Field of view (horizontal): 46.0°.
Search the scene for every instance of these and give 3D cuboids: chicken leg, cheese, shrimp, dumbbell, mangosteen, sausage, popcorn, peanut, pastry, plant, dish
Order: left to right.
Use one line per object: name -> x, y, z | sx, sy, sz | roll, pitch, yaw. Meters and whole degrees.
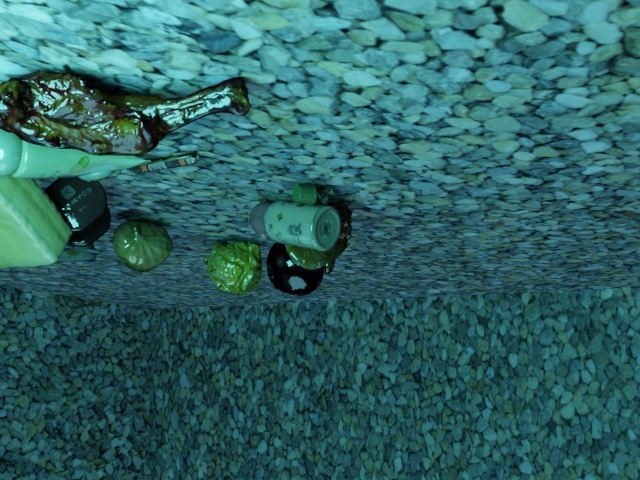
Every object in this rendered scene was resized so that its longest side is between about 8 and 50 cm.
cheese -> -0.680, -0.069, 1.535 | 0.242, 0.124, 0.265 | -4, 138, 21
dish -> -0.764, 0.006, 2.268 | 0.236, 0.086, 0.228 | -10, 165, 43
dumbbell -> -0.559, -0.068, 1.740 | 0.124, 0.140, 0.225 | 46, 162, -1
chicken leg -> -0.308, -0.205, 1.177 | 0.407, 0.096, 0.158 | 0, 149, 0
peanut -> -0.505, 0.021, 2.164 | 0.159, 0.143, 0.291 | 13, 170, -5
sausage -> -0.323, -0.159, 1.548 | 0.198, 0.025, 0.028 | -6, 139, 30
popcorn -> -0.276, 0.087, 2.407 | 0.185, 0.167, 0.187 | 7, 171, -19
mangosteen -> -0.052, 0.065, 2.288 | 0.230, 0.194, 0.194 | -26, 175, -14
plant -> -0.010, -0.104, 1.714 | 0.102, 0.051, 0.051 | 1, 170, -27
pastry -> 0.000, -0.039, 1.905 | 0.097, 0.115, 0.208 | -6, 172, -32
shrimp -> 0.001, 0.000, 2.062 | 0.267, 0.145, 0.061 | -21, 160, -43

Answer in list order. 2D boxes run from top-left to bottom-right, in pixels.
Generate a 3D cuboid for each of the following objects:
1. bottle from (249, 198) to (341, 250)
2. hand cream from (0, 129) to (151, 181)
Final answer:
bottle -> -0.070, -0.042, 1.801 | 0.233, 0.110, 0.110 | 10, 176, 39
hand cream -> -0.493, -0.160, 1.453 | 0.147, 0.093, 0.306 | -8, 174, 43
